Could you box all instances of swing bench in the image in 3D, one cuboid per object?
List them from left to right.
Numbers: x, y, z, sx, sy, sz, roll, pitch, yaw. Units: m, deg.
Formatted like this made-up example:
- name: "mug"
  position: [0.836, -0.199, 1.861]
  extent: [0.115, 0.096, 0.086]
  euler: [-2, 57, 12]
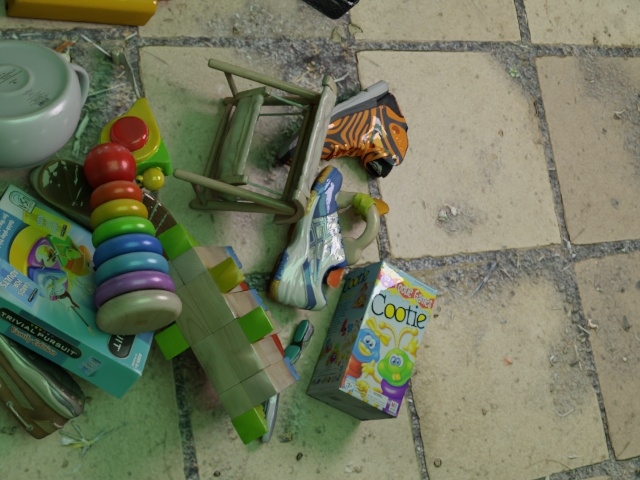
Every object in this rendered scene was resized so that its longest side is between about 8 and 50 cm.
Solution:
- name: "swing bench"
  position: [-0.110, -0.180, 1.952]
  extent: [0.254, 0.165, 0.253]
  euler: [11, 71, 12]

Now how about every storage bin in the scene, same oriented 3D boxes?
- name: "storage bin"
  position: [0.037, -0.587, 2.233]
  extent: [0.122, 0.084, 0.180]
  euler: [29, 68, -20]

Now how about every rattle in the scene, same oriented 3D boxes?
- name: "rattle"
  position: [0.064, 0.002, 2.141]
  extent: [0.130, 0.143, 0.200]
  euler: [9, 89, 7]

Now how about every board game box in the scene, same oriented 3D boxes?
- name: "board game box"
  position: [-0.437, 0.083, 1.762]
  extent: [0.336, 0.079, 0.254]
  euler: [33, 33, -18]
- name: "board game box"
  position: [0.104, 0.201, 2.050]
  extent: [0.142, 0.144, 0.275]
  euler: [28, 68, -20]

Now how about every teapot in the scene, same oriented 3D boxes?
- name: "teapot"
  position: [-0.530, -0.215, 1.798]
  extent: [0.255, 0.187, 0.253]
  euler: [-4, 50, -11]

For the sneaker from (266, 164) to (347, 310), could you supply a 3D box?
- name: "sneaker"
  position: [0.000, 0.000, 2.054]
  extent: [0.130, 0.112, 0.297]
  euler: [22, 79, -6]

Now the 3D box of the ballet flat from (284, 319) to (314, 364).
- name: "ballet flat"
  position: [-0.042, 0.211, 2.034]
  extent: [0.041, 0.041, 0.114]
  euler: [36, 66, -16]

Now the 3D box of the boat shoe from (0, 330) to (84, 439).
- name: "boat shoe"
  position: [-0.541, 0.200, 1.725]
  extent: [0.116, 0.123, 0.324]
  euler: [-44, 85, 5]

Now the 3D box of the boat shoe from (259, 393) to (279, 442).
- name: "boat shoe"
  position: [-0.103, 0.315, 1.976]
  extent: [0.040, 0.049, 0.142]
  euler: [7, 74, 8]

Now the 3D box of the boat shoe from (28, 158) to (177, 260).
- name: "boat shoe"
  position: [-0.388, -0.055, 1.873]
  extent: [0.302, 0.098, 0.109]
  euler: [30, 75, -33]

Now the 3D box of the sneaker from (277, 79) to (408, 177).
- name: "sneaker"
  position: [0.070, -0.195, 2.136]
  extent: [0.321, 0.124, 0.180]
  euler: [-33, 94, -30]

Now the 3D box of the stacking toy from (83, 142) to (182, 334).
- name: "stacking toy"
  position: [-0.330, -0.016, 1.725]
  extent: [0.141, 0.141, 0.330]
  euler: [-4, 67, -28]

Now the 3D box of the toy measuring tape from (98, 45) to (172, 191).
- name: "toy measuring tape"
  position: [-0.368, -0.219, 1.897]
  extent: [0.121, 0.121, 0.330]
  euler: [-10, 59, -29]

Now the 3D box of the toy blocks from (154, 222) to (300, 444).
- name: "toy blocks"
  position: [-0.158, 0.157, 1.872]
  extent: [0.190, 0.261, 0.381]
  euler: [-31, 84, 9]

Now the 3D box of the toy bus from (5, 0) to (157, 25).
- name: "toy bus"
  position: [-0.420, -0.487, 1.954]
  extent: [0.332, 0.108, 0.130]
  euler: [-2, 79, -28]
